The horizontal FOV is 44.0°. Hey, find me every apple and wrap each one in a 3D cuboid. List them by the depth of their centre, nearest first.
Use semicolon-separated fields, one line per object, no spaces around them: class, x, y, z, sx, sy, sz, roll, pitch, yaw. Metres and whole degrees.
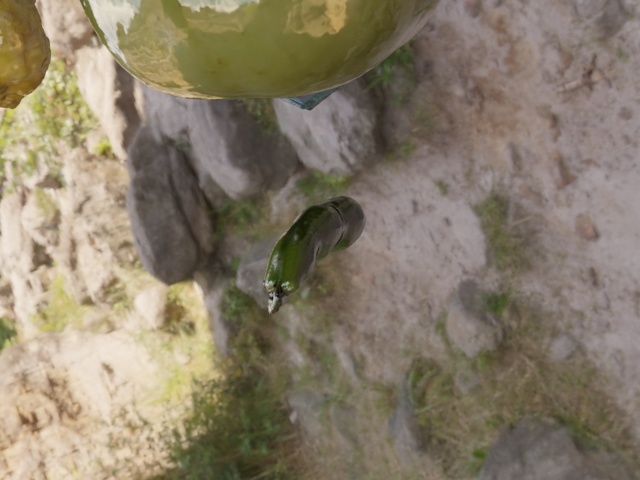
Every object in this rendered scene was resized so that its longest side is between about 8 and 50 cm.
apple;-0.076;-0.380;0.863;0.474;0.474;0.473;159;90;-75

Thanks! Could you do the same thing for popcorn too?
popcorn;-0.457;-0.269;1.052;0.190;0.191;0.253;47;144;38

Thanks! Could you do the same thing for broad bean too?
broad bean;-0.001;-0.004;0.771;0.254;0.047;0.065;-41;-56;-64

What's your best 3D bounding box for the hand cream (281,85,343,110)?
hand cream;-0.105;-0.240;1.072;0.275;0.079;0.050;26;163;24
